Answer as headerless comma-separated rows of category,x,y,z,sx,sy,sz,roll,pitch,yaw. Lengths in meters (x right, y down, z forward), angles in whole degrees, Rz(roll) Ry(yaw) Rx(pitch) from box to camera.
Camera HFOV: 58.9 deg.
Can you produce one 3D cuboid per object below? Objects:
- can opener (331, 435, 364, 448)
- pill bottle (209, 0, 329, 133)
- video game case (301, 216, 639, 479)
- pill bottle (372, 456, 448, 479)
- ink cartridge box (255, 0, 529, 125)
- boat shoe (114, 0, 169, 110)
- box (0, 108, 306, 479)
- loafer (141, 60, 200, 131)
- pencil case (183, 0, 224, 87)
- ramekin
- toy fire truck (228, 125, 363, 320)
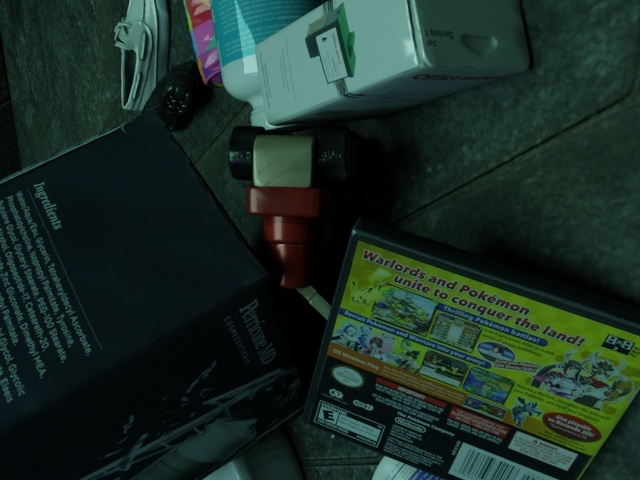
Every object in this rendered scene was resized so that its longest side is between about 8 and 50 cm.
can opener,0.081,0.165,0.729,0.095,0.076,0.283,26,126,7
pill bottle,-0.059,-0.268,0.698,0.146,0.146,0.264,-2,98,52
video game case,0.134,0.130,0.542,0.275,0.035,0.248,19,121,10
pill bottle,0.156,0.304,0.620,0.187,0.112,0.112,41,130,38
ink cartridge box,0.064,-0.181,0.557,0.219,0.160,0.092,-6,96,51
boat shoe,-0.349,-0.380,1.082,0.096,0.088,0.267,35,126,42
box,-0.302,0.171,0.741,0.297,0.472,0.480,51,164,28
loafer,-0.271,-0.259,1.044,0.223,0.076,0.078,-16,52,59
pencil case,-0.151,-0.347,0.835,0.104,0.104,0.236,-12,91,53
ramekin,-0.139,0.434,1.023,0.273,0.127,0.272,18,113,48
toy fire truck,0.000,0.000,0.645,0.159,0.217,0.246,3,98,8
